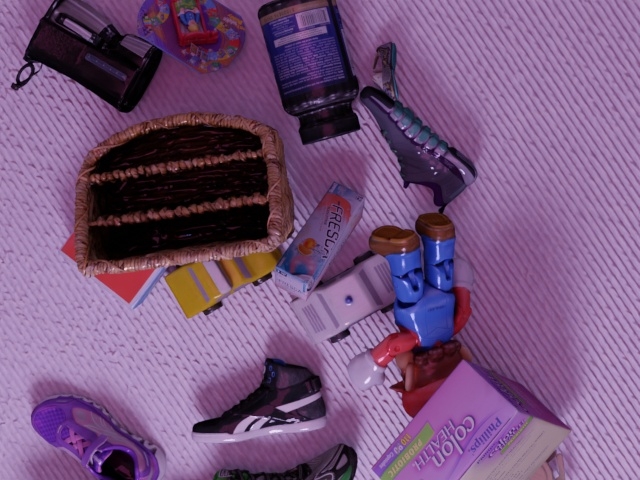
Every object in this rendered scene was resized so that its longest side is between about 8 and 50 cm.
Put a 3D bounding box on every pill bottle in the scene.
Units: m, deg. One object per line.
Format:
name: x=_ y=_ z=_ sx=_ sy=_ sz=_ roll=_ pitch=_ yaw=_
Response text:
pill bottle: x=-0.011 y=-0.263 z=1.886 sx=0.123 sy=0.123 sz=0.219 roll=-14 pitch=93 yaw=7

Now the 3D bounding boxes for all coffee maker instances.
coffee maker: x=-0.359 y=-0.274 z=1.936 sx=0.178 sy=0.120 sz=0.171 roll=32 pitch=117 yaw=4

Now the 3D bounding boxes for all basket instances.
basket: x=-0.198 y=-0.077 z=1.783 sx=0.299 sy=0.223 sz=0.213 roll=-7 pitch=95 yaw=7

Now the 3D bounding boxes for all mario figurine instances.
mario figurine: x=0.139 y=0.121 z=1.894 sx=0.198 sy=0.170 sz=0.320 roll=-3 pitch=108 yaw=8

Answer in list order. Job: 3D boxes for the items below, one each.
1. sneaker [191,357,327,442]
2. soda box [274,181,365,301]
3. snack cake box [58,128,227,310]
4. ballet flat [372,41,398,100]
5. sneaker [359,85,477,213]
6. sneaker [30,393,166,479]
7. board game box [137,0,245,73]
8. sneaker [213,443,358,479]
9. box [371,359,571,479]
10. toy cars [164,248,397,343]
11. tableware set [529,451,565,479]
sneaker: x=-0.103 y=0.250 z=1.967 sx=0.217 sy=0.079 sz=0.121 roll=-8 pitch=91 yaw=-2
soda box: x=0.000 y=0.000 z=1.889 sx=0.058 sy=0.063 sz=0.183 roll=27 pitch=61 yaw=13
snack cake box: x=-0.271 y=-0.042 z=1.949 sx=0.152 sy=0.089 sz=0.264 roll=38 pitch=98 yaw=0
ballet flat: x=0.099 y=-0.256 z=1.897 sx=0.041 sy=0.041 sz=0.114 roll=-5 pitch=54 yaw=6
sneaker: x=0.131 y=-0.139 z=1.905 sx=0.224 sy=0.083 sz=0.098 roll=41 pitch=105 yaw=2
sneaker: x=-0.362 y=0.329 z=1.982 sx=0.236 sy=0.104 sz=0.095 roll=29 pitch=98 yaw=4
board game box: x=-0.195 y=-0.338 z=1.908 sx=0.169 sy=0.033 sz=0.133 roll=33 pitch=61 yaw=2
sneaker: x=-0.094 y=0.412 z=1.946 sx=0.344 sy=0.134 sz=0.146 roll=-31 pitch=90 yaw=8
box: x=0.229 y=0.311 z=1.840 sx=0.117 sy=0.243 sz=0.213 roll=43 pitch=99 yaw=31
toy cars: x=-0.055 y=0.070 z=1.936 sx=0.394 sy=0.087 sz=0.176 roll=11 pitch=96 yaw=5
tableware set: x=0.333 y=0.427 z=1.952 sx=0.128 sy=0.039 sz=0.194 roll=-6 pitch=88 yaw=18
